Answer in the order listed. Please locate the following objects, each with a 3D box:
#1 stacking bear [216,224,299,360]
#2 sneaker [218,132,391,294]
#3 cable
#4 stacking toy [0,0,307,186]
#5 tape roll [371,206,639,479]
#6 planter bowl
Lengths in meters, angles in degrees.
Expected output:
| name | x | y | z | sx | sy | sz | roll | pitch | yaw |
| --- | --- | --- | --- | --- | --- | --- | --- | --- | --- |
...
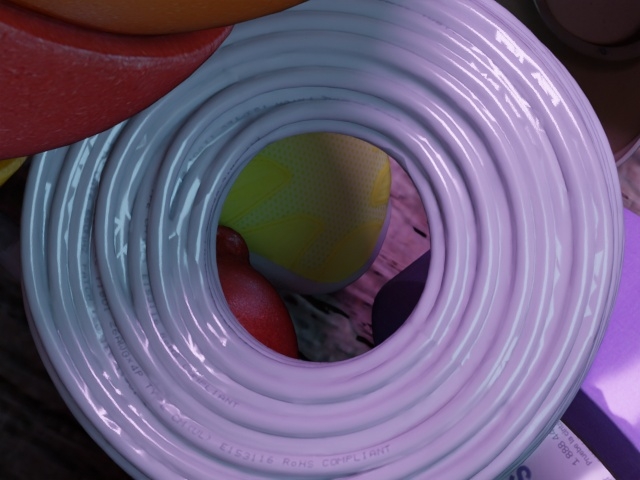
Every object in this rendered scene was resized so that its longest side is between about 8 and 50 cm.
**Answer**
| name | x | y | z | sx | sy | sz | roll | pitch | yaw |
| --- | --- | --- | --- | --- | --- | --- | --- | --- | --- |
| stacking bear | -0.025 | 0.136 | 0.958 | 0.175 | 0.164 | 0.289 | -34 | 109 | -20 |
| sneaker | -0.027 | -0.149 | 0.904 | 0.145 | 0.147 | 0.384 | -20 | 111 | -26 |
| cable | 0.000 | 0.000 | 0.820 | 0.257 | 0.089 | 0.257 | -38 | 84 | 4 |
| stacking toy | -0.182 | -0.116 | 0.728 | 0.351 | 0.350 | 0.480 | 27 | 125 | -30 |
| tape roll | 0.148 | 0.105 | 0.972 | 0.090 | 0.275 | 0.274 | -39 | 115 | -18 |
| planter bowl | 0.127 | -0.120 | 1.003 | 0.109 | 0.162 | 0.162 | -36 | 117 | -48 |
